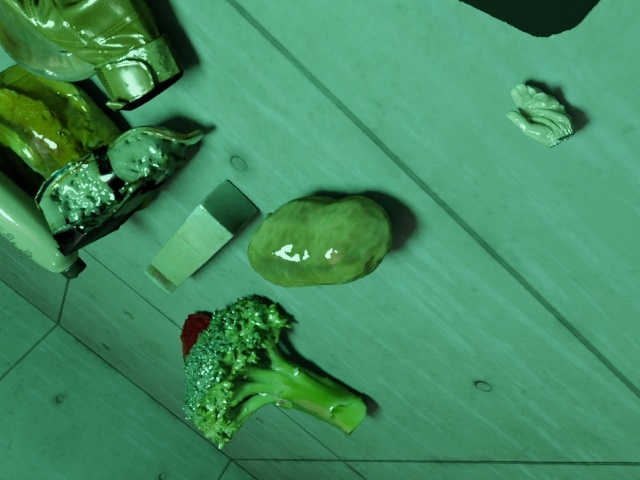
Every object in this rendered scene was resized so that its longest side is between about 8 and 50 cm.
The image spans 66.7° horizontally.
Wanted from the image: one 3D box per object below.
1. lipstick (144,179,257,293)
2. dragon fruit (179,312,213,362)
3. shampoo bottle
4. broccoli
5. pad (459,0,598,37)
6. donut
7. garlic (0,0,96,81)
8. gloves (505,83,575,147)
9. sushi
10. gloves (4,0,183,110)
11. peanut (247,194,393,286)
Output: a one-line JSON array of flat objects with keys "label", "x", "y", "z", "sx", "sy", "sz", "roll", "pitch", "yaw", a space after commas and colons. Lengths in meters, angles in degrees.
[{"label": "lipstick", "x": -0.239, "y": 0.008, "z": 0.915, "sx": 0.080, "sy": 0.076, "sz": 0.371, "roll": 45, "pitch": 144, "yaw": -10}, {"label": "dragon fruit", "x": -0.296, "y": 0.240, "z": 1.229, "sx": 0.106, "sy": 0.083, "sz": 0.162, "roll": 35, "pitch": 114, "yaw": 35}, {"label": "shampoo bottle", "x": -0.514, "y": -0.030, "z": 0.843, "sx": 0.127, "sy": 0.078, "sz": 0.256, "roll": 1, "pitch": 133, "yaw": 45}, {"label": "broccoli", "x": -0.128, "y": 0.344, "z": 1.102, "sx": 0.397, "sy": 0.274, "sz": 0.353, "roll": 37, "pitch": 147, "yaw": -25}, {"label": "pad", "x": 0.101, "y": -0.302, "z": 0.304, "sx": 0.323, "sy": 0.055, "sz": 0.250, "roll": 35, "pitch": 144, "yaw": 1}, {"label": "donut", "x": -0.463, "y": -0.147, "z": 0.853, "sx": 0.330, "sy": 0.160, "sz": 0.330, "roll": 17, "pitch": 137, "yaw": 16}, {"label": "garlic", "x": -0.397, "y": -0.288, "z": 0.707, "sx": 0.196, "sy": 0.087, "sz": 0.101, "roll": 36, "pitch": 132, "yaw": 4}, {"label": "gloves", "x": 0.204, "y": -0.111, "z": 0.449, "sx": 0.044, "sy": 0.037, "sz": 0.081, "roll": -33, "pitch": 93, "yaw": 15}, {"label": "sushi", "x": -0.301, "y": -0.109, "z": 0.723, "sx": 0.273, "sy": 0.134, "sz": 0.109, "roll": -38, "pitch": 99, "yaw": 20}, {"label": "gloves", "x": -0.304, "y": -0.306, "z": 0.563, "sx": 0.331, "sy": 0.141, "sz": 0.154, "roll": 48, "pitch": 170, "yaw": -32}, {"label": "peanut", "x": 0.000, "y": 0.000, "z": 0.674, "sx": 0.225, "sy": 0.129, "sz": 0.129, "roll": -5, "pitch": 129, "yaw": 30}]
